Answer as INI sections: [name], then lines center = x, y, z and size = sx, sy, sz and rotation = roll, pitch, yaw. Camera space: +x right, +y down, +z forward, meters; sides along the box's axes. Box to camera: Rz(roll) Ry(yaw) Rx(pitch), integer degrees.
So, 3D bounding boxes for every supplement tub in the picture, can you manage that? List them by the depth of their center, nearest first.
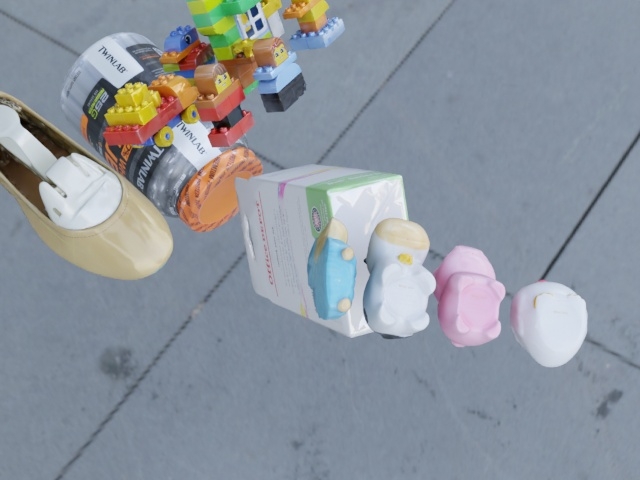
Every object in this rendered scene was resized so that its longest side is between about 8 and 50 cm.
[supplement tub]
center = -0.269, -0.182, 1.792
size = 0.207, 0.207, 0.338
rotation = -40, 69, -17

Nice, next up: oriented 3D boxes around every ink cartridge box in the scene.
[ink cartridge box]
center = 0.000, 0.000, 1.529
size = 0.119, 0.207, 0.353
rotation = -15, 13, -23

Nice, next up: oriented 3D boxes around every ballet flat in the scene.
[ballet flat]
center = -0.210, -0.048, 0.813
size = 0.232, 0.073, 0.080
rotation = 33, 71, 28

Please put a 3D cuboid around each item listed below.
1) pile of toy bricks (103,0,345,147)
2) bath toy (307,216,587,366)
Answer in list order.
[pile of toy bricks]
center = -0.066, -0.152, 0.718
size = 0.118, 0.105, 0.212
rotation = 1, 34, 34
[bath toy]
center = 0.160, 0.066, 1.308
size = 0.348, 0.129, 0.151
rotation = 14, 77, -11
